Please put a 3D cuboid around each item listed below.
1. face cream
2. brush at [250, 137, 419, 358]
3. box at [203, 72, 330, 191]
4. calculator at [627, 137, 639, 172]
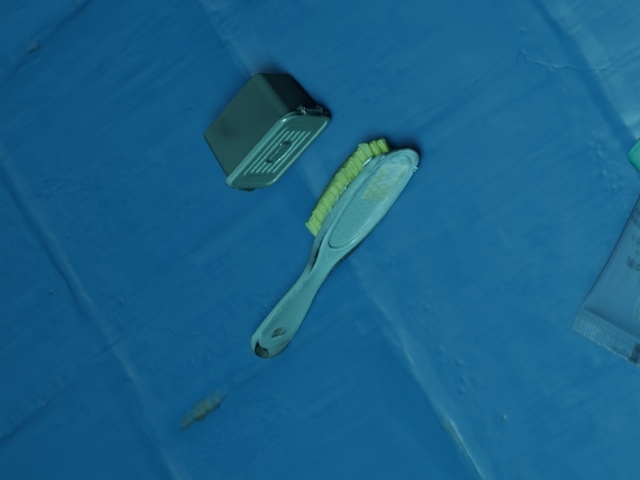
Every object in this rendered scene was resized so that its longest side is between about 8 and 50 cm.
[{"bbox_3d":[0.337,-0.054,1.486,0.136,0.086,0.385,30,118,27],"label":"face cream"},{"bbox_3d":[0.000,0.000,1.766,0.297,0.068,0.060,-55,52,27],"label":"brush"},{"bbox_3d":[-0.058,-0.115,1.764,0.122,0.084,0.069,-46,66,27],"label":"box"},{"bbox_3d":[0.431,-0.080,1.506,0.274,0.058,0.248,46,116,16],"label":"calculator"}]
